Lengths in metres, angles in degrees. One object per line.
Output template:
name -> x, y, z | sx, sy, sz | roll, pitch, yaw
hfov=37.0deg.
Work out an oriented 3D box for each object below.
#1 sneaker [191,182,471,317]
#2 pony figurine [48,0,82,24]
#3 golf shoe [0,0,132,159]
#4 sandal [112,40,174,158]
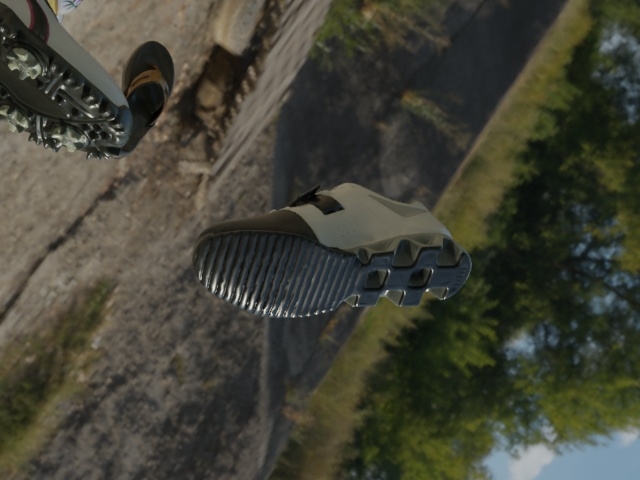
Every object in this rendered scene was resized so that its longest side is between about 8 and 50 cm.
sneaker -> 0.000, 0.000, 1.100 | 0.122, 0.330, 0.146 | -65, -145, 35
pony figurine -> -0.147, -0.328, 0.764 | 0.363, 0.303, 0.351 | -33, 154, -13
golf shoe -> -0.229, -0.171, 0.673 | 0.120, 0.273, 0.105 | -54, -175, -35
sandal -> -0.278, -0.223, 1.492 | 0.060, 0.090, 0.219 | -16, -139, 44
